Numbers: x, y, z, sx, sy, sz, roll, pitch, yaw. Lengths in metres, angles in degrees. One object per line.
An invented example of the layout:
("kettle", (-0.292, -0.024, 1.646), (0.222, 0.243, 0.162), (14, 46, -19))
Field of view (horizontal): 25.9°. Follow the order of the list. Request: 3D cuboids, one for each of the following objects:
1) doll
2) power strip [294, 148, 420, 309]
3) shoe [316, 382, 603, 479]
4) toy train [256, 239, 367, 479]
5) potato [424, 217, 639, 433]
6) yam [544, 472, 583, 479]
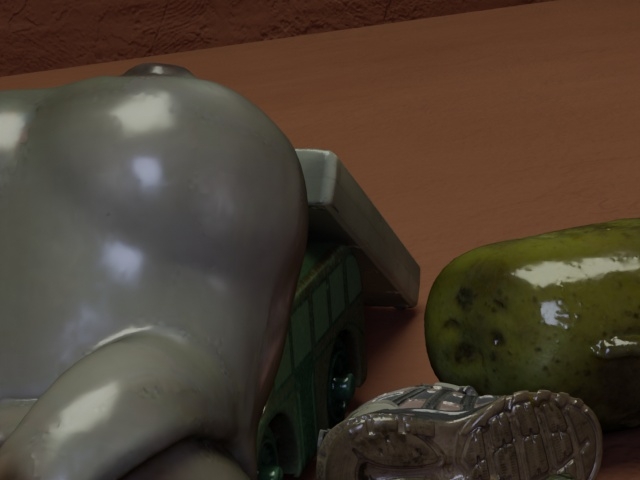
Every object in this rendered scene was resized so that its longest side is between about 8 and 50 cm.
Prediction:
("doll", (-0.113, 0.080, 0.638), (0.215, 0.226, 0.370), (-1, 54, 3))
("power strip", (0.000, 0.000, 1.089), (0.106, 0.043, 0.367), (2, -14, 15))
("shoe", (0.082, 0.134, 0.874), (0.180, 0.089, 0.092), (-5, 5, -8))
("toy train", (-0.060, 0.087, 0.928), (0.129, 0.159, 0.326), (3, 18, 17))
("potato", (0.196, 0.058, 0.962), (0.228, 0.148, 0.197), (-5, -20, -38))
("yam", (0.024, 0.178, 0.489), (0.259, 0.093, 0.093), (-33, 25, -13))
